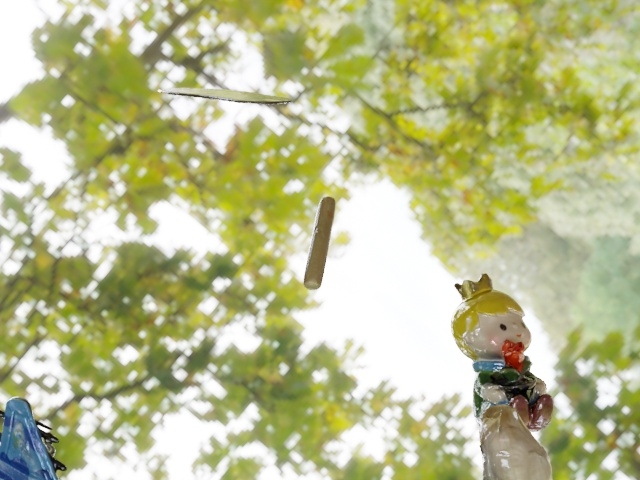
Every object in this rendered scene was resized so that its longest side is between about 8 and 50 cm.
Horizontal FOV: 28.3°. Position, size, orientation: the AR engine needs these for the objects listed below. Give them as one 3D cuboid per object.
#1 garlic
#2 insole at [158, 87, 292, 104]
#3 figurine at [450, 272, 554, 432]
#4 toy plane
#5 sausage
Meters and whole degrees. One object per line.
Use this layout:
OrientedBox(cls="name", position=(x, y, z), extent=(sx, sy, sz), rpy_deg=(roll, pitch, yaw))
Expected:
OrientedBox(cls="garlic", position=(0.191, 0.224, 1.230), extent=(0.084, 0.066, 0.152), rpy_deg=(-90, -12, -56))
OrientedBox(cls="insole", position=(-0.133, -0.203, 1.771), extent=(0.111, 0.007, 0.328), rpy_deg=(-7, -168, -28))
OrientedBox(cls="figurine", position=(0.266, 0.164, 1.866), extent=(0.127, 0.234, 0.185), rpy_deg=(-1, 176, -8))
OrientedBox(cls="toy plane", position=(-0.233, 0.235, 1.115), extent=(0.246, 0.169, 0.078), rpy_deg=(20, -166, 8))
OrientedBox(cls="sausage", position=(0.000, 0.000, 1.505), extent=(0.024, 0.024, 0.132), rpy_deg=(38, -133, -33))
